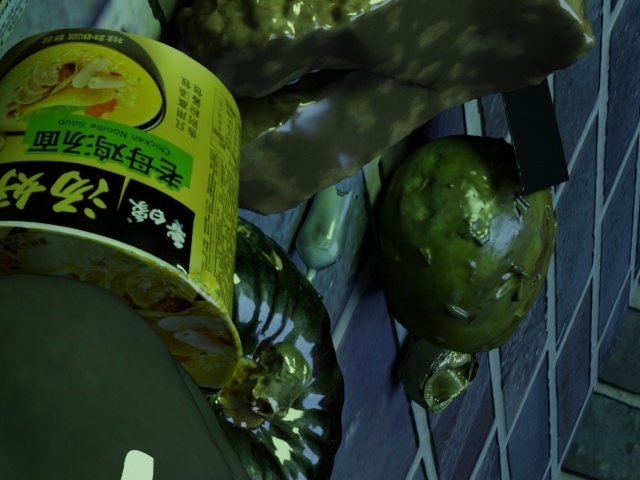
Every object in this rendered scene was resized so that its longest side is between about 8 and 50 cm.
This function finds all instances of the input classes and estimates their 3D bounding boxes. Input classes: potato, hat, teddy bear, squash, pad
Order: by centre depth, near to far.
[{"bbox_3d":[-0.074,0.076,0.933,0.193,0.156,0.193,-30,134,-37],"label":"squash"},{"bbox_3d":[0.037,-0.180,1.084,0.296,0.222,0.246,-18,152,-12],"label":"teddy bear"},{"bbox_3d":[0.153,-0.160,1.479,0.170,0.006,0.245,-19,97,-70],"label":"pad"},{"bbox_3d":[0.127,0.010,1.568,0.176,0.141,0.298,-58,162,-8],"label":"potato"},{"bbox_3d":[0.106,0.118,1.778,0.076,0.059,0.077,-47,151,-19],"label":"hat"}]

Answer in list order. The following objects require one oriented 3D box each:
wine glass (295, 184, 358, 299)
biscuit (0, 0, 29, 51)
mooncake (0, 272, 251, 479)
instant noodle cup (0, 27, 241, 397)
[{"bbox_3d":[0.000,0.000,1.332,0.042,0.039,0.083,32,74,-71],"label":"wine glass"},{"bbox_3d":[-0.169,-0.031,0.760,0.048,0.026,0.292,81,33,-67],"label":"biscuit"},{"bbox_3d":[-0.144,0.119,0.694,0.245,0.133,0.245,-25,160,-10],"label":"mooncake"},{"bbox_3d":[-0.100,-0.011,0.802,0.151,0.151,0.122,82,13,-58],"label":"instant noodle cup"}]
